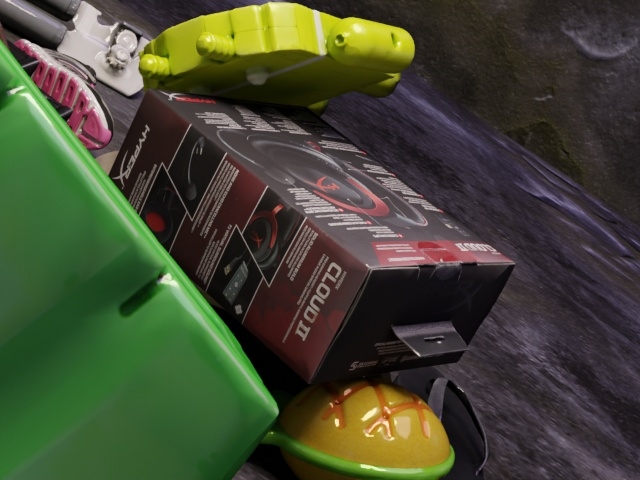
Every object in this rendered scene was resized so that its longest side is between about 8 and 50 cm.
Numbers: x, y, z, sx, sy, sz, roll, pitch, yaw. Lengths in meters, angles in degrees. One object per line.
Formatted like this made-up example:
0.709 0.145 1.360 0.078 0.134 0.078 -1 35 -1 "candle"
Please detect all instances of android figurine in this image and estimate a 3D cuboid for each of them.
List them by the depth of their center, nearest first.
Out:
-0.047 -0.150 1.218 0.273 0.248 0.056 3 76 -59 "android figurine"

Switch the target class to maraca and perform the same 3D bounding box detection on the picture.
0.014 0.151 1.067 0.185 0.099 0.127 12 11 13 "maraca"

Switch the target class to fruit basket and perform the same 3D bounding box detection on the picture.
-0.246 0.054 0.492 0.392 0.392 0.283 33 -2 -9 "fruit basket"

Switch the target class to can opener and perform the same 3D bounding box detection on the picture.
-0.316 -0.255 1.585 0.280 0.074 0.093 30 -17 -25 "can opener"

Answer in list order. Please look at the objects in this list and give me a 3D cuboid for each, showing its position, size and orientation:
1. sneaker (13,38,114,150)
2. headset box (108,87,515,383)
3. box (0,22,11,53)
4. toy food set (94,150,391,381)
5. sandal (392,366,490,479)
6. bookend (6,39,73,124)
-0.252 -0.148 1.399 0.074 0.063 0.170 3 31 -51 "sneaker"
0.000 0.000 1.116 0.293 0.110 0.218 39 22 29 "headset box"
-0.361 -0.228 1.074 0.168 0.167 0.203 -122 -165 -50 "box"
-0.083 0.042 1.208 0.306 0.092 0.220 23 21 -15 "toy food set"
0.122 0.180 1.261 0.097 0.054 0.254 32 17 -15 "sandal"
-0.294 -0.139 1.277 0.157 0.072 0.156 36 16 -1 "bookend"
